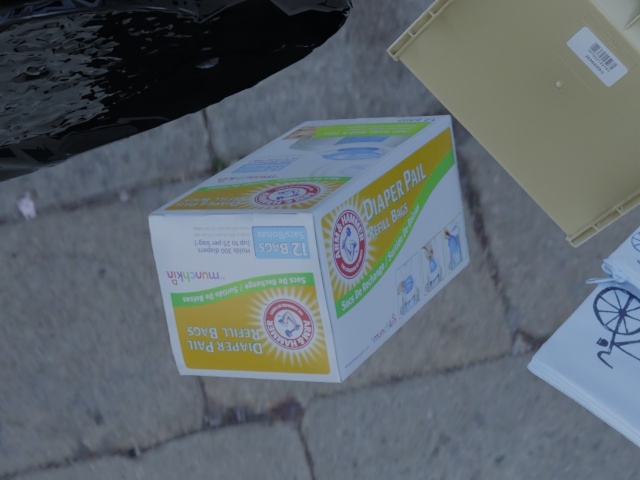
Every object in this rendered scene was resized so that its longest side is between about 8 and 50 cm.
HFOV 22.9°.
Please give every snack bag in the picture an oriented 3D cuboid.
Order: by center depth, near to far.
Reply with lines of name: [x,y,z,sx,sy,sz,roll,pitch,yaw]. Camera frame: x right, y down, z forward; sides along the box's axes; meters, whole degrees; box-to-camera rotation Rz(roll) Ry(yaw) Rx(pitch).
snack bag: [0.431,0.114,1.701,0.323,0.037,0.342,37,60,21]

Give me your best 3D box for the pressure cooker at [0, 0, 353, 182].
pressure cooker: [-0.193,-0.249,0.656,0.370,0.375,0.420,-16,84,-2]

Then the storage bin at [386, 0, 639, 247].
storage bin: [0.238,-0.168,1.417,0.262,0.260,0.123,47,51,-2]

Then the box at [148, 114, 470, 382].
box: [0.000,0.000,0.969,0.114,0.203,0.103,0,109,29]
